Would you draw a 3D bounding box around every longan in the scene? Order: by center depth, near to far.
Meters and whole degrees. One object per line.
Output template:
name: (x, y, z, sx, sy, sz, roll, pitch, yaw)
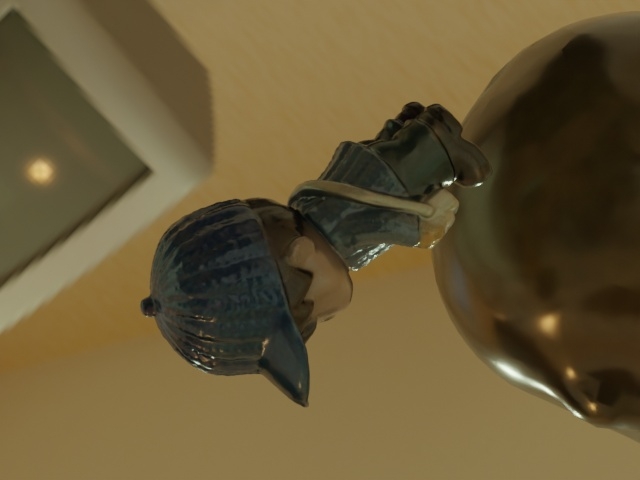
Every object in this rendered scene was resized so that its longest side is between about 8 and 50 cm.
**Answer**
longan: (0.261, 0.003, 1.271, 0.361, 0.361, 0.361, -34, -151, 21)

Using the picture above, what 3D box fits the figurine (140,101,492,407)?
figurine: (0.000, 0.000, 0.710, 0.149, 0.087, 0.086, -42, -155, -11)
